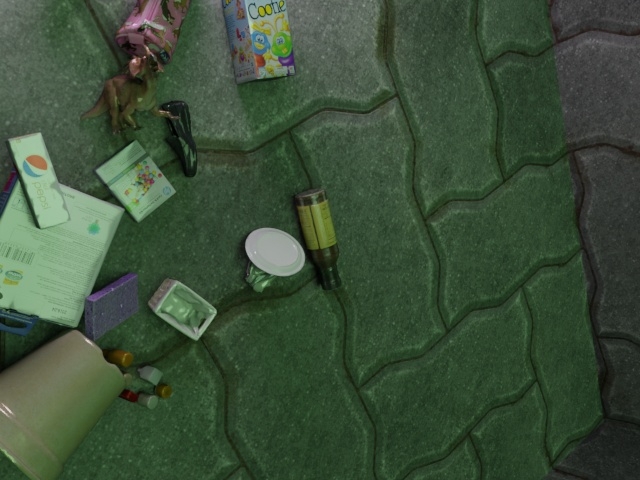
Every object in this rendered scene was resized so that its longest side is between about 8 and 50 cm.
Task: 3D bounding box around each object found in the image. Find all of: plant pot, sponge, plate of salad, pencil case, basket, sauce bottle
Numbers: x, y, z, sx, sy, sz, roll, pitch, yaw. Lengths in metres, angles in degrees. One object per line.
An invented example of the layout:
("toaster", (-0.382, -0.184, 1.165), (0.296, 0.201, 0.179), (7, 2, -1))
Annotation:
("plant pot", (-0.676, 0.398, 1.479), (0.305, 0.333, 0.334), (-47, 119, -32))
("sponge", (-0.559, 0.175, 1.594), (0.210, 0.031, 0.117), (-45, 143, -68))
("plate of salad", (-0.146, 0.040, 1.885), (0.199, 0.200, 0.048), (-6, 142, -34))
("pencil case", (-0.414, -0.672, 1.596), (0.160, 0.167, 0.386), (31, 75, -51))
("basket", (-0.411, 0.200, 1.743), (0.167, 0.103, 0.113), (43, 72, -29))
("sauce bottle", (0.000, 0.000, 1.999), (0.111, 0.111, 0.344), (-21, 108, -31))

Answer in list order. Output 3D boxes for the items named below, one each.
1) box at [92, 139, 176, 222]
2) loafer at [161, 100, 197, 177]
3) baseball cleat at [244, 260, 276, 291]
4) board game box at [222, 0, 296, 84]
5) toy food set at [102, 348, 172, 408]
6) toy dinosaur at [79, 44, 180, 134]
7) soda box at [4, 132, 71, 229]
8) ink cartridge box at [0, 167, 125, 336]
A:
("box", (-0.521, -0.166, 1.665), (0.145, 0.038, 0.186), (-44, 118, -22))
("loafer", (-0.408, -0.291, 1.709), (0.078, 0.076, 0.223), (-14, 98, -27))
("baseball cleat", (-0.161, 0.072, 1.920), (0.109, 0.072, 0.206), (51, 61, -16))
("board game box", (-0.185, -0.624, 1.776), (0.142, 0.144, 0.275), (-17, 106, -32))
("toy food set", (-0.542, 0.405, 1.703), (0.232, 0.104, 0.111), (54, 51, -46))
("toy dinosaur", (-0.503, -0.394, 1.550), (0.127, 0.295, 0.200), (-51, 133, -60))
("soda box", (-0.658, -0.138, 1.379), (0.074, 0.069, 0.216), (-22, 106, -30))
("ink cartridge box", (-0.710, 0.049, 1.492), (0.270, 0.151, 0.396), (25, 80, -33))
